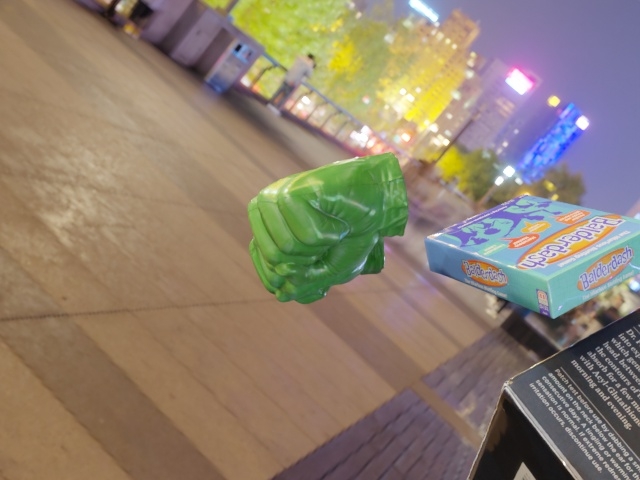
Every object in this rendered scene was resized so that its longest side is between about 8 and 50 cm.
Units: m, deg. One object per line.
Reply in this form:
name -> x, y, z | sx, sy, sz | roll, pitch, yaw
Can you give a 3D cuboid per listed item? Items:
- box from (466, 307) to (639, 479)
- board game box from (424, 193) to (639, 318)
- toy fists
box -> 0.406, 0.233, 1.044 | 0.212, 0.395, 0.294 | 54, -23, 32
board game box -> 0.241, 0.009, 0.973 | 0.210, 0.160, 0.047 | 22, -50, 58
toy fists -> 0.000, 0.000, 0.892 | 0.279, 0.142, 0.096 | 104, -26, -75
